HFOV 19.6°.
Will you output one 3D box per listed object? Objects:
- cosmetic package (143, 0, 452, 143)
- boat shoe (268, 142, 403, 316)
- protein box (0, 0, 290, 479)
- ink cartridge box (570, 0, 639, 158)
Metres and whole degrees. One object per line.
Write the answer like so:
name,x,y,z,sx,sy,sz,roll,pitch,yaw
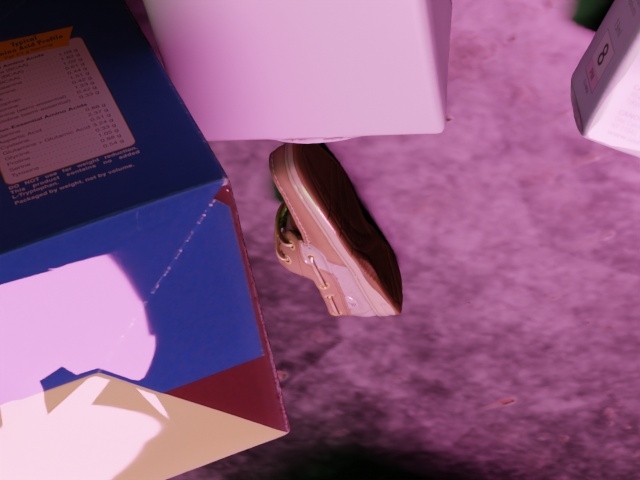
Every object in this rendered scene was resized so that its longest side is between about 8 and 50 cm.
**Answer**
cosmetic package,-0.016,-0.142,0.723,0.117,0.085,0.231,0,144,9
boat shoe,0.000,0.000,0.931,0.045,0.050,0.135,-15,138,17
protein box,-0.147,0.006,0.767,0.200,0.201,0.136,-19,128,-10
ink cartridge box,0.239,-0.113,0.767,0.189,0.066,0.232,18,120,-14
